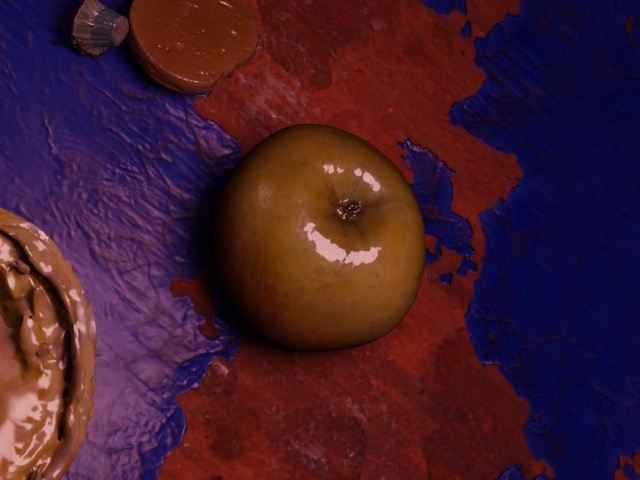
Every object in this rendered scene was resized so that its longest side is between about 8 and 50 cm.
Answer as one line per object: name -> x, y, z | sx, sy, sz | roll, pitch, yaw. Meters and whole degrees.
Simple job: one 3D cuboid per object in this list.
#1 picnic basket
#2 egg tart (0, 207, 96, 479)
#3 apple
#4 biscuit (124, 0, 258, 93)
picnic basket -> -0.259, -0.241, 1.201 | 0.083, 0.083, 0.065 | 17, 73, 16
egg tart -> -0.285, 0.085, 0.710 | 0.288, 0.118, 0.288 | 6, 80, -39
apple -> 0.000, 0.000, 1.204 | 0.261, 0.194, 0.260 | 7, 71, -21
biscuit -> -0.161, -0.252, 1.264 | 0.170, 0.050, 0.170 | 12, 62, -25
